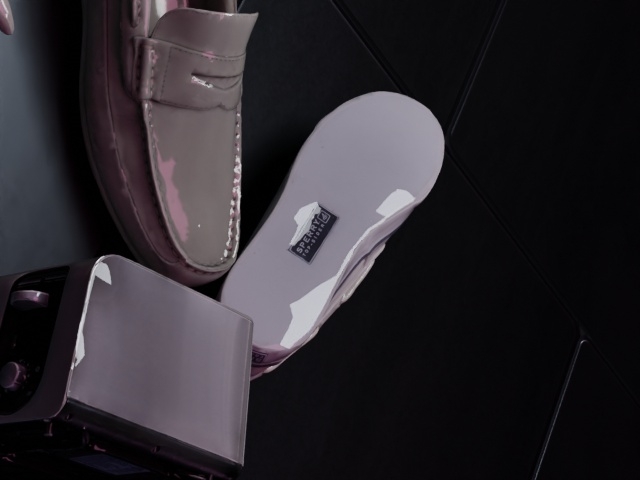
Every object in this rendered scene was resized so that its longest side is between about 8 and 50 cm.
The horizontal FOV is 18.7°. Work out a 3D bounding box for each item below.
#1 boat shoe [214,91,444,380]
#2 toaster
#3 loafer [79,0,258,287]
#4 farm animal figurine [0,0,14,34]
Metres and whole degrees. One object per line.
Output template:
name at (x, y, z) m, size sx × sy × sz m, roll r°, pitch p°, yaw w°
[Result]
boat shoe at (0.000, 0.000, 1.404) m, size 0.096 × 0.088 × 0.267 m, roll 33°, pitch 55°, yaw -3°
toaster at (-0.140, 0.088, 1.153) m, size 0.185 × 0.168 × 0.110 m, roll 28°, pitch 62°, yaw -45°
loafer at (-0.097, -0.128, 1.290) m, size 0.112 × 0.111 × 0.320 m, roll -13°, pitch 94°, yaw -51°
farm animal figurine at (-0.242, -0.174, 1.044) m, size 0.327 × 0.330 × 0.172 m, roll -72°, pitch 140°, yaw -71°
